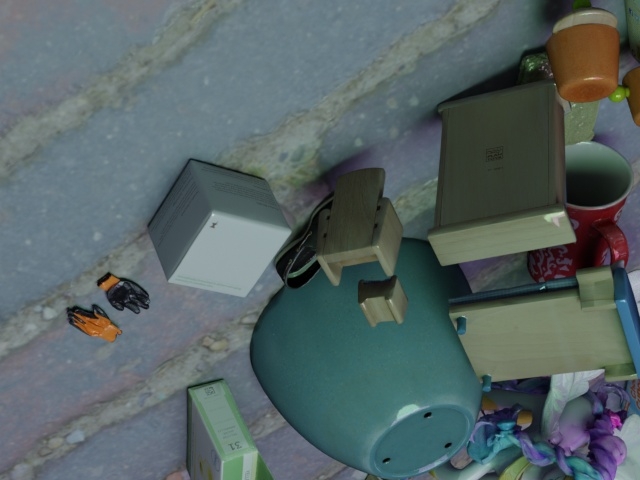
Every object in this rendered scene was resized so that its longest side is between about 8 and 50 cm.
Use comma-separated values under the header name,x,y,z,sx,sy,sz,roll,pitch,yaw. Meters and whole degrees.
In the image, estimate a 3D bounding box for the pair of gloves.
name,x,y,z,sx,sy,sz,roll,pitch,yaw
pair of gloves,-0.233,0.074,1.305,0.083,0.010,0.074,-43,135,12

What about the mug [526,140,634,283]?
name,x,y,z,sx,sy,sz,roll,pitch,yaw
mug,0.299,-0.009,1.408,0.113,0.150,0.169,6,139,5

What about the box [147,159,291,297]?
name,x,y,z,sx,sy,sz,roll,pitch,yaw
box,-0.105,-0.011,1.230,0.101,0.087,0.102,14,123,-36

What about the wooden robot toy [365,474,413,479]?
name,x,y,z,sx,sy,sz,roll,pitch,yaw
wooden robot toy,0.103,0.370,1.717,0.076,0.079,0.173,0,131,-27

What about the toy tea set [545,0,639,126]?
name,x,y,z,sx,sy,sz,roll,pitch,yaw
toy tea set,0.389,-0.201,1.242,0.336,0.124,0.200,11,157,-36

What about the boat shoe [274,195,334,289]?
name,x,y,z,sx,sy,sz,roll,pitch,yaw
boat shoe,0.001,0.001,1.332,0.049,0.042,0.133,26,114,-39

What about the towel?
name,x,y,z,sx,sy,sz,roll,pitch,yaw
towel,0.264,-0.156,1.325,0.110,0.027,0.148,-16,137,-12

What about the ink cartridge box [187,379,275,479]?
name,x,y,z,sx,sy,sz,roll,pitch,yaw
ink cartridge box,-0.099,0.310,1.437,0.056,0.235,0.171,-13,136,-20

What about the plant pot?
name,x,y,z,sx,sy,sz,roll,pitch,yaw
plant pot,0.083,0.169,1.424,0.290,0.195,0.290,-15,137,-14

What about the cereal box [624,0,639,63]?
name,x,y,z,sx,sy,sz,roll,pitch,yaw
cereal box,0.398,-0.305,1.232,0.173,0.047,0.240,-26,138,-1

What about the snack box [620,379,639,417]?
name,x,y,z,sx,sy,sz,roll,pitch,yaw
snack box,0.559,0.149,1.751,0.187,0.060,0.322,-16,136,-14

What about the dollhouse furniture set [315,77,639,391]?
name,x,y,z,sx,sy,sz,roll,pitch,yaw
dollhouse furniture set,0.191,0.021,1.306,0.286,0.198,0.303,-11,133,21

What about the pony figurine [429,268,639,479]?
name,x,y,z,sx,sy,sz,roll,pitch,yaw
pony figurine,0.310,0.239,1.499,0.351,0.363,0.303,-41,106,-23
